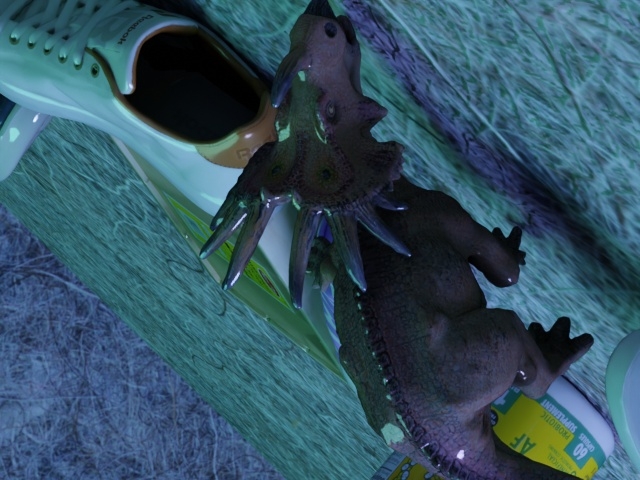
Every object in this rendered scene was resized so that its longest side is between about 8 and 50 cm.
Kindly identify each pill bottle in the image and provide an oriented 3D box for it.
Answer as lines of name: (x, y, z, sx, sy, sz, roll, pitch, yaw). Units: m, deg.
pill bottle: (0.096, 0.181, 1.319, 0.117, 0.208, 0.117, 40, 170, 9)

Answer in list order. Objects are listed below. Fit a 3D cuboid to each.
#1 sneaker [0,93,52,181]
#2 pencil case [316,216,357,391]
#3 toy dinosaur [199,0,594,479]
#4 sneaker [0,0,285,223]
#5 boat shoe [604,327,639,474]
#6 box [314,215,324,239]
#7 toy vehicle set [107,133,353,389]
sneaker: (-0.309, -0.147, 1.666, 0.148, 0.131, 0.350, 40, 171, -18)
pencil case: (0.044, 0.043, 1.244, 0.206, 0.086, 0.088, 74, -171, -63)
toy dinosaur: (0.043, 0.040, 0.986, 0.296, 0.127, 0.200, 60, -165, 17)
sneaker: (-0.135, -0.130, 1.237, 0.290, 0.106, 0.123, 30, 157, 17)
boat shoe: (0.205, 0.117, 1.027, 0.219, 0.078, 0.070, 47, 167, -34)
box: (0.000, 0.000, 1.404, 0.145, 0.038, 0.186, 38, 170, 20)
toy vehicle set: (-0.054, 0.002, 1.401, 0.166, 0.035, 0.267, 36, 168, 30)
